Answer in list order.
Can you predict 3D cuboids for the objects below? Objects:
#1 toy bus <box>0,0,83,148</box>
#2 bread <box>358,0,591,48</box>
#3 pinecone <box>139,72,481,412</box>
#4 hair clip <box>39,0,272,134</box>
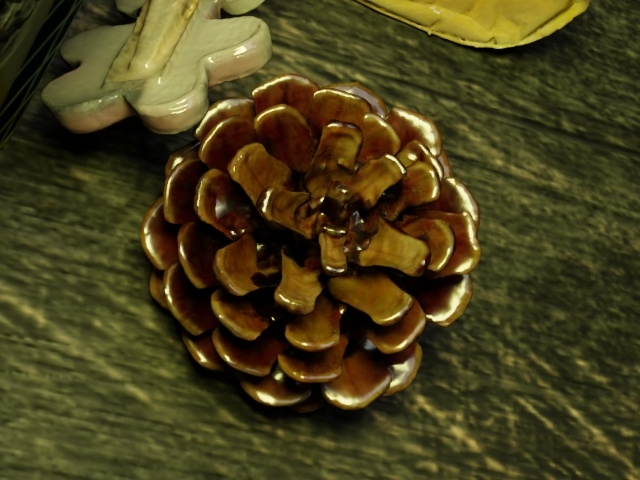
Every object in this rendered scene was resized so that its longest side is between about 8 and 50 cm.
[{"bbox_3d":[-0.204,-0.168,0.770,0.209,0.440,0.249,35,50,-5],"label":"toy bus"},{"bbox_3d":[0.088,-0.253,1.144,0.250,0.179,0.133,20,50,-17],"label":"bread"},{"bbox_3d":[0.000,0.000,0.937,0.207,0.208,0.208,13,56,-21],"label":"pinecone"},{"bbox_3d":[-0.085,-0.150,1.009,0.146,0.075,0.257,-1,47,16],"label":"hair clip"}]
